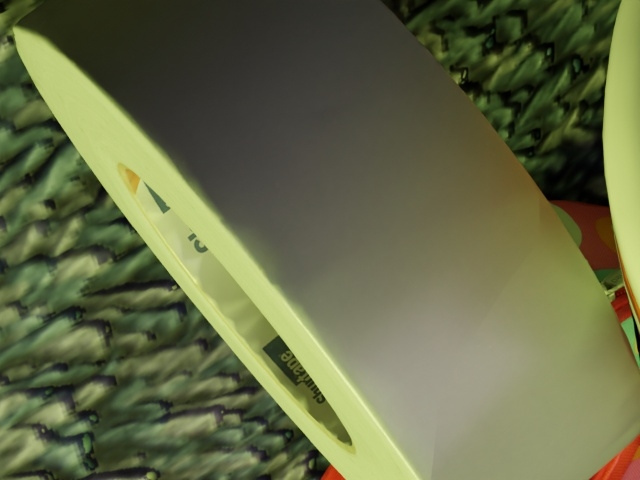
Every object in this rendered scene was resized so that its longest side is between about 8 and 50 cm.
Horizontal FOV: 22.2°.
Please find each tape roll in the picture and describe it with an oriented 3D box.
[{"bbox_3d":[0.000,0.000,0.510,0.072,0.219,0.219,-40,142,-9],"label":"tape roll"}]

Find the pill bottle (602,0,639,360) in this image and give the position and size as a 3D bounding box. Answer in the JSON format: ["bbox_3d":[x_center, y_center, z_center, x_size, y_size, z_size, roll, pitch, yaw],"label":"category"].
[{"bbox_3d":[0.211,0.019,0.517,0.224,0.224,0.392,-46,160,-2],"label":"pill bottle"}]

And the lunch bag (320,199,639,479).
[{"bbox_3d":[0.106,0.122,0.817,0.258,0.120,0.293,7,116,-43],"label":"lunch bag"}]
